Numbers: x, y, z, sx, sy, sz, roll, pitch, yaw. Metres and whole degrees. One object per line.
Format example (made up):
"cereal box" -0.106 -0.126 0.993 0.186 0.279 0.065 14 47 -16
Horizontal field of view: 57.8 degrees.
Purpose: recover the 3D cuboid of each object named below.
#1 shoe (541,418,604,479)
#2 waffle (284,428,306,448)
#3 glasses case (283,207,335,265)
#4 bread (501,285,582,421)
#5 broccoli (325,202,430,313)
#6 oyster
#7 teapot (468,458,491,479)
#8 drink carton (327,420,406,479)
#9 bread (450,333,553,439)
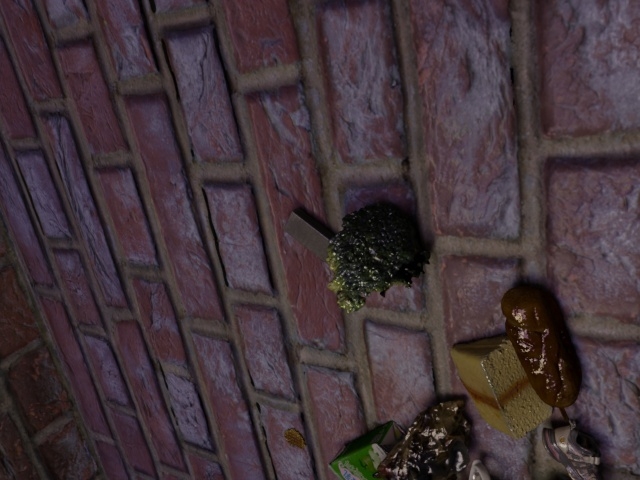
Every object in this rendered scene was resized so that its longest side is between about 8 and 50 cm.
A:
"shoe" 0.605 0.493 1.348 0.180 0.089 0.092 47 119 3
"waffle" -0.091 0.680 1.986 0.085 0.016 0.078 -20 97 40
"glasses case" 0.000 0.000 1.541 0.205 0.047 0.071 38 125 14
"bread" 0.498 0.259 1.288 0.124 0.084 0.344 -17 102 30
"broccoli" 0.131 0.063 1.397 0.247 0.263 0.243 9 155 -2
"oyster" 0.312 0.587 1.540 0.221 0.096 0.361 30 105 -18
"teapot" 0.419 0.724 1.553 0.204 0.139 0.298 3 127 -8
"drink carton" 0.162 0.663 1.733 0.161 0.108 0.271 49 131 4
"bread" 0.433 0.337 1.422 0.240 0.135 0.178 64 164 -10
